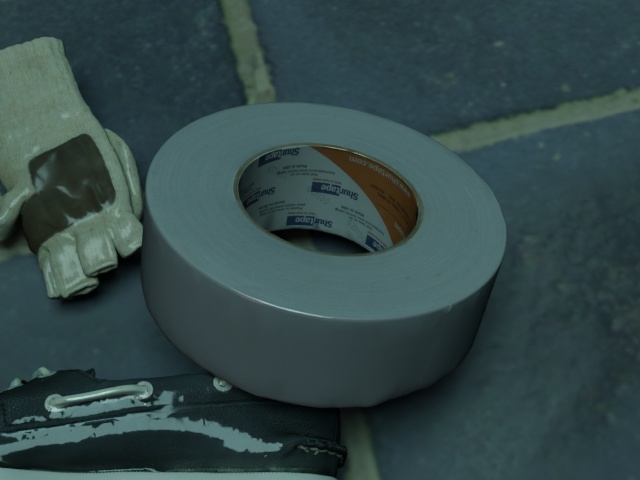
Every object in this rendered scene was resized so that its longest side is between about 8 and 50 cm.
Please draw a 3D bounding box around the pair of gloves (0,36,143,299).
[{"bbox_3d":[-0.248,-0.020,0.718,0.240,0.042,0.204,-30,69,-8],"label":"pair of gloves"}]

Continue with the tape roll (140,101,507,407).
[{"bbox_3d":[0.000,0.000,0.629,0.219,0.072,0.219,7,38,-6],"label":"tape roll"}]

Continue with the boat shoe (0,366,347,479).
[{"bbox_3d":[-0.136,0.121,0.600,0.303,0.114,0.091,4,61,-9],"label":"boat shoe"}]
